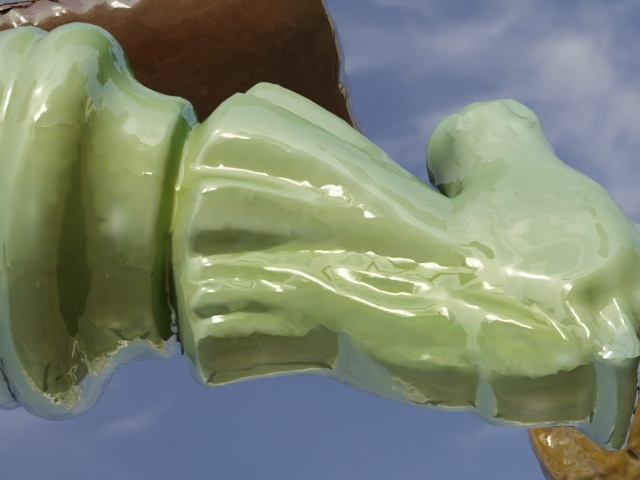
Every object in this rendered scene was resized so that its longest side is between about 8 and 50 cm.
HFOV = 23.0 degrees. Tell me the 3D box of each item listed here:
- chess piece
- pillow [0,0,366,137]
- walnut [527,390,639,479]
[{"bbox_3d":[0.000,0.000,0.667,0.176,0.298,0.176,5,-90,-85],"label":"chess piece"},{"bbox_3d":[-0.098,-0.080,1.232,0.308,0.108,0.305,-24,-69,-24],"label":"pillow"},{"bbox_3d":[0.158,0.101,0.822,0.105,0.124,0.105,-34,-20,-14],"label":"walnut"}]
